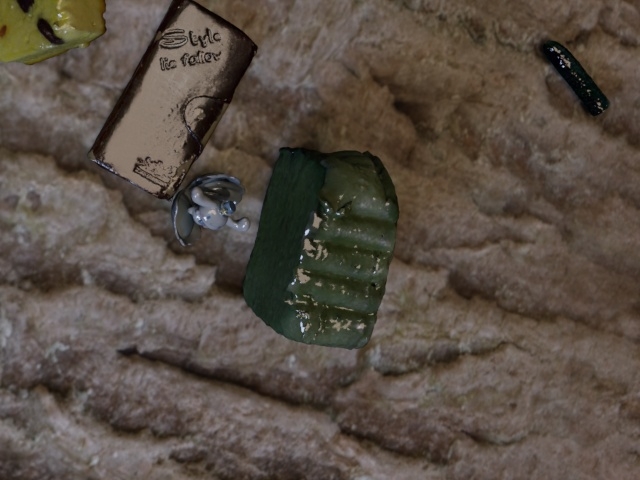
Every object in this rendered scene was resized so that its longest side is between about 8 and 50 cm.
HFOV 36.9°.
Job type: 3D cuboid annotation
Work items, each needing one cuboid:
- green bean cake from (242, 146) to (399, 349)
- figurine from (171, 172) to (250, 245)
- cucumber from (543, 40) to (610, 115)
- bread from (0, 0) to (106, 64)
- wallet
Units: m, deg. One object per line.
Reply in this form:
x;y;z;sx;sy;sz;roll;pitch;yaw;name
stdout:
0.000;0.000;1.145;0.124;0.222;0.227;6;99;-20;green bean cake
-0.135;-0.042;1.165;0.086;0.094;0.082;-9;61;10;figurine
0.355;-0.232;1.340;0.133;0.032;0.032;45;82;-18;cucumber
-0.335;-0.373;1.018;0.077;0.138;0.362;-33;113;-57;bread
-0.175;-0.171;1.161;0.121;0.031;0.232;30;86;-19;wallet
